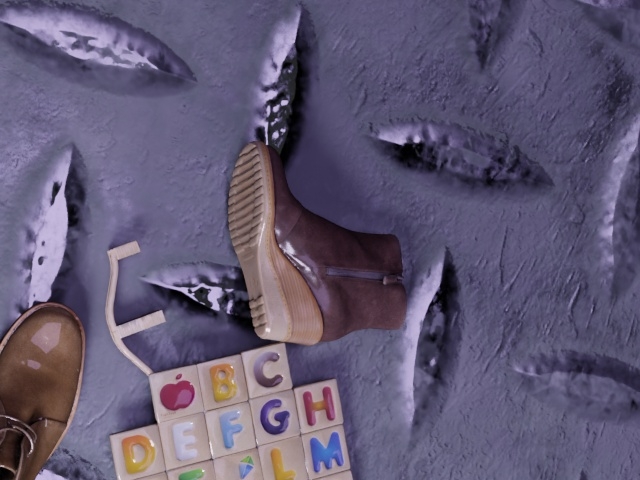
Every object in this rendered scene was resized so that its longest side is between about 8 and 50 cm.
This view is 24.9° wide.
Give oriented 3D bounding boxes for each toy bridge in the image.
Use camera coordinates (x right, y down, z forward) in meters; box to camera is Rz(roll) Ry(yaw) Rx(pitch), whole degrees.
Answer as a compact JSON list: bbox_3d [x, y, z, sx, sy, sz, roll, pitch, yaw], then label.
[{"bbox_3d":[-0.212,0.098,1.683,0.063,0.026,0.188,-20,94,-21],"label":"toy bridge"}]

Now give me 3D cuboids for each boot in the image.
[{"bbox_3d":[-0.329,0.210,1.583,0.112,0.115,0.305,24,76,-16],"label":"boot"},{"bbox_3d":[0.000,0.000,1.759,0.207,0.090,0.248,-5,87,-34],"label":"boot"}]

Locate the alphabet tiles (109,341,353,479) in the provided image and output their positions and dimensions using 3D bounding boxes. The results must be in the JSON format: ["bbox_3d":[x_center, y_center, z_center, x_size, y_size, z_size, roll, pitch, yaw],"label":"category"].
[{"bbox_3d":[-0.092,0.304,1.709,0.285,0.011,0.342,-11,95,-22],"label":"alphabet tiles"}]
